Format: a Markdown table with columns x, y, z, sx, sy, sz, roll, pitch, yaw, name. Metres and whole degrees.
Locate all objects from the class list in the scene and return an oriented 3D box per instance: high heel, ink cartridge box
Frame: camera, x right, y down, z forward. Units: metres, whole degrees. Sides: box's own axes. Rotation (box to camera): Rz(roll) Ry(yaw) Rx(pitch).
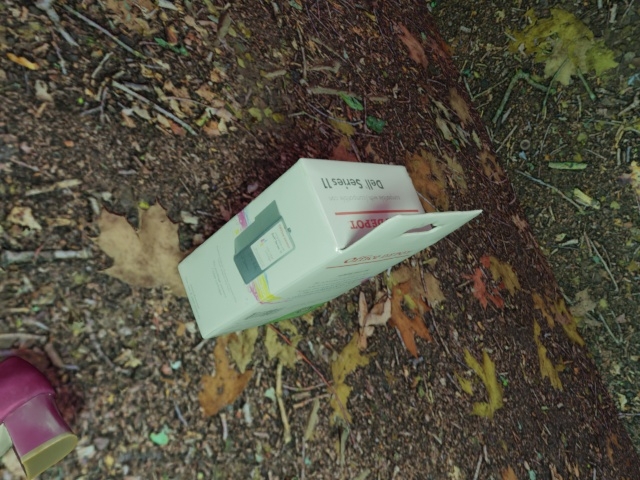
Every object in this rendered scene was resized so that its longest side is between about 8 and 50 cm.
| x | y | z | sx | sy | sz | roll | pitch | yaw | name |
| --- | --- | --- | --- | --- | --- | --- | --- | --- | --- |
| -0.343 | 0.186 | 0.434 | 0.117 | 0.082 | 0.244 | 40 | 46 | 25 | high heel |
| 0.000 | 0.000 | 0.676 | 0.207 | 0.353 | 0.119 | -5 | 68 | -48 | ink cartridge box |
